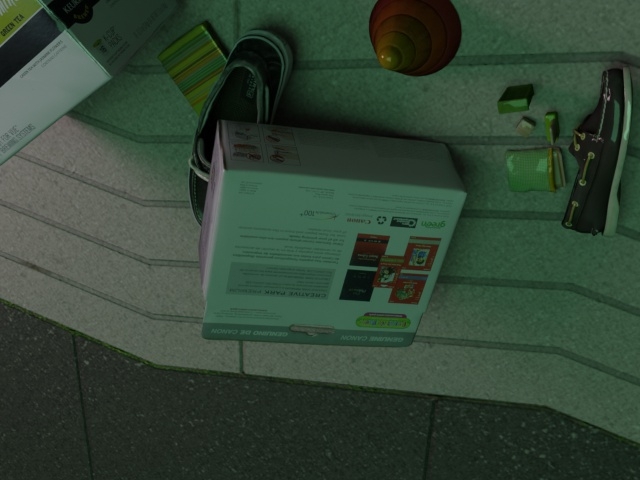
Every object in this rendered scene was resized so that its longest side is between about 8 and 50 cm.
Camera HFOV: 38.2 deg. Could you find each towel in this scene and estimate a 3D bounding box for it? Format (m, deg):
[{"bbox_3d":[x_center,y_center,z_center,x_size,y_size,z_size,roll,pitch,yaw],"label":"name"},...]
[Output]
[{"bbox_3d":[-0.130,-0.189,1.317,0.102,0.021,0.237,-24,108,36],"label":"towel"}]

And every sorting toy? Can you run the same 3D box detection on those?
[{"bbox_3d":[0.086,-0.346,1.067,0.127,0.126,0.365,5,121,20],"label":"sorting toy"}]

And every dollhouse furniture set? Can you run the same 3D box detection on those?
[{"bbox_3d":[0.263,-0.117,1.169,0.076,0.058,0.151,-3,118,25],"label":"dollhouse furniture set"}]

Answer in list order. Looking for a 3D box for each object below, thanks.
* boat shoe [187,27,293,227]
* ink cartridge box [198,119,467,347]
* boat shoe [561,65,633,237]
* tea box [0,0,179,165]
[{"bbox_3d":[-0.133,-0.130,1.266,0.121,0.119,0.335,24,127,10],"label":"boat shoe"},{"bbox_3d":[0.000,0.000,1.227,0.309,0.130,0.272,5,125,-14],"label":"ink cartridge box"},{"bbox_3d":[0.338,-0.105,1.130,0.069,0.081,0.227,6,123,15],"label":"boat shoe"},{"bbox_3d":[-0.432,-0.307,1.208,0.329,0.220,0.323,-26,116,36],"label":"tea box"}]
